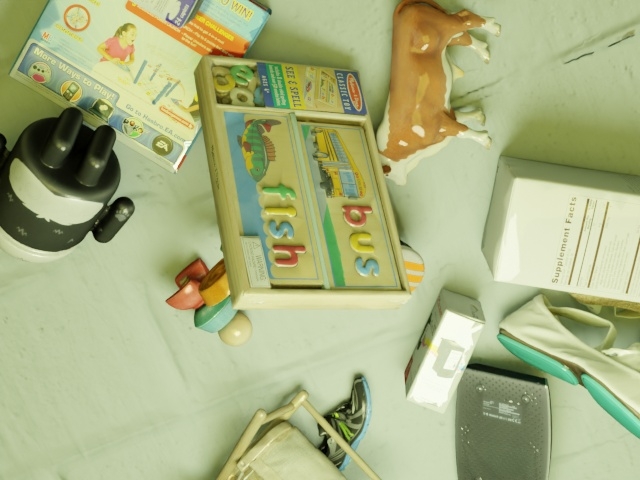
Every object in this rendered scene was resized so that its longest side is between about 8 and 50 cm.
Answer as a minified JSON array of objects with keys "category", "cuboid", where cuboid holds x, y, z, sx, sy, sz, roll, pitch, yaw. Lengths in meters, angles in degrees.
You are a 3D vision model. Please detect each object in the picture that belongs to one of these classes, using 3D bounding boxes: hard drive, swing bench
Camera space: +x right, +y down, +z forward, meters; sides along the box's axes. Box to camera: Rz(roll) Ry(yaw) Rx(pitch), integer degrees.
[{"category":"hard drive","cuboid":[0.321,0.337,1.872,0.172,0.054,0.254,9,115,28]},{"category":"swing bench","cuboid":[-0.051,0.441,1.836,0.253,0.165,0.254,45,115,18]}]

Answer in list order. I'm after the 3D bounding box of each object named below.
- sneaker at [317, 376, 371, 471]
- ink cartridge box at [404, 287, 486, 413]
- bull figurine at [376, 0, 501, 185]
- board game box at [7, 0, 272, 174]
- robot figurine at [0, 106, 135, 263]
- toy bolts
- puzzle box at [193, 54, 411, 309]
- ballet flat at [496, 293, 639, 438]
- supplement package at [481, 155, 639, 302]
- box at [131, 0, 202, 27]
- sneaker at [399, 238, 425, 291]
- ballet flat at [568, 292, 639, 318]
[{"category":"sneaker","cuboid":[0.038,0.325,1.904,0.078,0.067,0.188,20,108,-11]},{"category":"ink cartridge box","cuboid":[0.208,0.184,1.831,0.072,0.127,0.175,21,104,-2]},{"category":"bull figurine","cuboid":[0.179,-0.230,1.731,0.189,0.101,0.310,2,108,-4]},{"category":"board game box","cuboid":[-0.284,-0.315,1.720,0.308,0.086,0.302,31,103,-8]},{"category":"robot figurine","cuboid":[-0.424,-0.085,1.717,0.209,0.174,0.278,52,130,12]},{"category":"toy bolts","cuboid":[-0.132,0.095,1.787,0.228,0.218,0.158,-35,109,28]},{"category":"puzzle box","cuboid":[-0.029,-0.088,1.615,0.272,0.408,0.052,1,152,-27]},{"category":"ballet flat","cuboid":[0.450,0.196,1.724,0.139,0.400,0.139,-18,123,-30]},{"category":"supplement package","cuboid":[0.426,-0.018,1.744,0.293,0.177,0.175,9,106,-1]},{"category":"box","cuboid":[-0.240,-0.381,1.590,0.137,0.126,0.072,28,105,-7]},{"category":"sneaker","cuboid":[0.000,0.000,1.745,0.321,0.180,0.124,18,108,-27]},{"category":"ballet flat","cuboid":[0.494,0.099,1.835,0.206,0.073,0.067,10,120,2]}]
